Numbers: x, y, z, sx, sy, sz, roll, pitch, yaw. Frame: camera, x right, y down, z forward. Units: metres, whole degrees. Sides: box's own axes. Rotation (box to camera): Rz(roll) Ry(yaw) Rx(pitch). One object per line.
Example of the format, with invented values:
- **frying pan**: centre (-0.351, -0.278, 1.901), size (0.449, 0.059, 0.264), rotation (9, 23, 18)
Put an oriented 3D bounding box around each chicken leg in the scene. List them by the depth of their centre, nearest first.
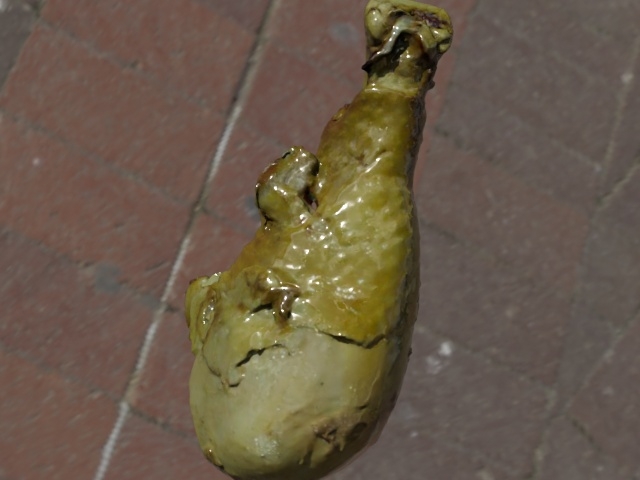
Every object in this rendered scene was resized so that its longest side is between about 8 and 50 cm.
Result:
- **chicken leg**: centre (0.000, 0.000, 0.543), size (0.070, 0.093, 0.178), rotation (-6, 119, -57)
